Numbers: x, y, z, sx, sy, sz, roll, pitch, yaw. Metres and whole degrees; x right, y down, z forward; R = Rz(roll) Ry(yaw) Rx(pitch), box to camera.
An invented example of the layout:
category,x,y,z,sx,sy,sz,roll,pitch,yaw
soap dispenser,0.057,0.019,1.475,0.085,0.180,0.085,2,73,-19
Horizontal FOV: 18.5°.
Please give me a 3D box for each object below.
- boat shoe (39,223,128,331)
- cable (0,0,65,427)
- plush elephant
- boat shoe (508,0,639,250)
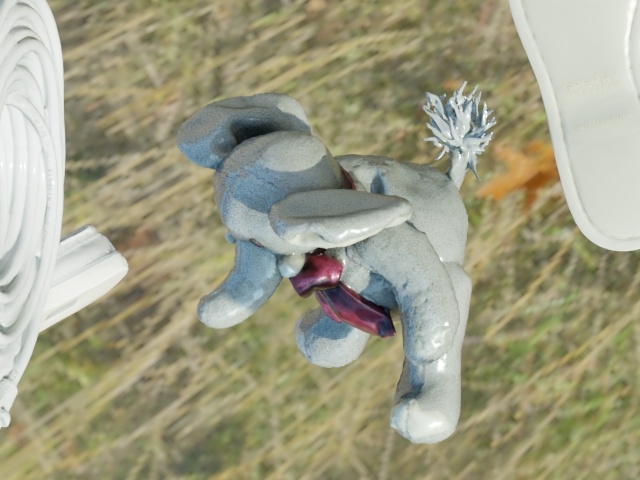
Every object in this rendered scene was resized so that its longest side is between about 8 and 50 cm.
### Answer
category,x,y,z,sx,sy,sz,roll,pitch,yaw
boat shoe,-0.235,0.036,1.558,0.063,0.184,0.066,53,144,11
cable,-0.222,-0.033,1.211,0.089,0.257,0.257,5,123,7
plush elephant,0.000,0.000,1.777,0.272,0.255,0.330,46,123,56
boat shoe,0.217,-0.158,1.524,0.116,0.097,0.324,-11,97,15
